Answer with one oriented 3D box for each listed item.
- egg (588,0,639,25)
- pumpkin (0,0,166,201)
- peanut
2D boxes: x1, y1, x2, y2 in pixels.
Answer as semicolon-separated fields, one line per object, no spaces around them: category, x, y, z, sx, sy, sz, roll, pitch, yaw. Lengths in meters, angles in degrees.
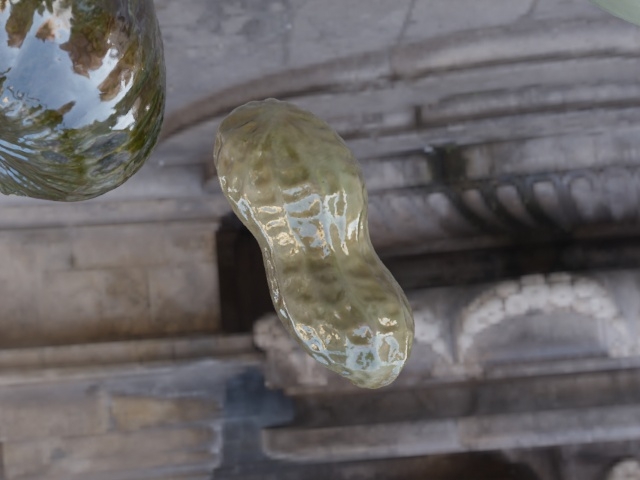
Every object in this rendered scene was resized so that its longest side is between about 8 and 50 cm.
egg;0.233;-0.243;0.595;0.278;0.278;0.336;0;170;-33
pumpkin;-0.256;-0.142;0.848;0.325;0.242;0.232;10;163;-19
peanut;0.000;0.000;1.104;0.120;0.298;0.136;-23;178;-37
